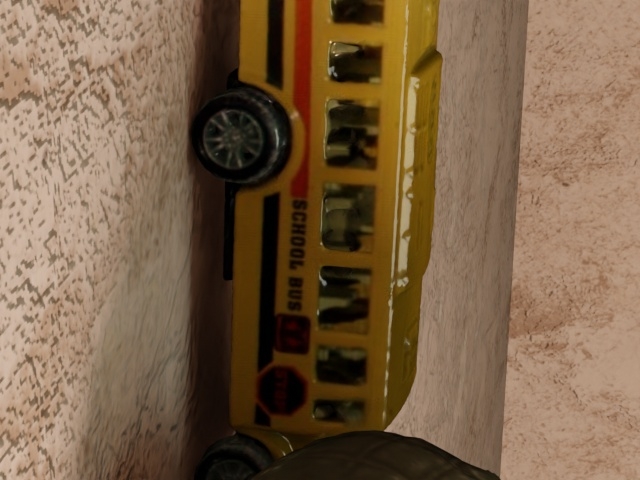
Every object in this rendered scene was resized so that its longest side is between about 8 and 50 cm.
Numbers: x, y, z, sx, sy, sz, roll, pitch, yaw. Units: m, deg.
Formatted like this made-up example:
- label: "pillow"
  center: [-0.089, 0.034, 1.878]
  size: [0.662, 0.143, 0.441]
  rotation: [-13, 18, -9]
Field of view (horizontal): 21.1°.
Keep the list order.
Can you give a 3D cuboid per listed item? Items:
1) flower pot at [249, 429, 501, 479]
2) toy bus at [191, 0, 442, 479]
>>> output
- label: "flower pot"
  center: [0.027, 0.251, 0.868]
  size: [0.302, 0.213, 0.301]
  rotation: [-49, 159, -27]
- label: "toy bus"
  center: [0.000, 0.000, 0.967]
  size: [0.121, 0.123, 0.335]
  rotation: [-51, 144, -70]
